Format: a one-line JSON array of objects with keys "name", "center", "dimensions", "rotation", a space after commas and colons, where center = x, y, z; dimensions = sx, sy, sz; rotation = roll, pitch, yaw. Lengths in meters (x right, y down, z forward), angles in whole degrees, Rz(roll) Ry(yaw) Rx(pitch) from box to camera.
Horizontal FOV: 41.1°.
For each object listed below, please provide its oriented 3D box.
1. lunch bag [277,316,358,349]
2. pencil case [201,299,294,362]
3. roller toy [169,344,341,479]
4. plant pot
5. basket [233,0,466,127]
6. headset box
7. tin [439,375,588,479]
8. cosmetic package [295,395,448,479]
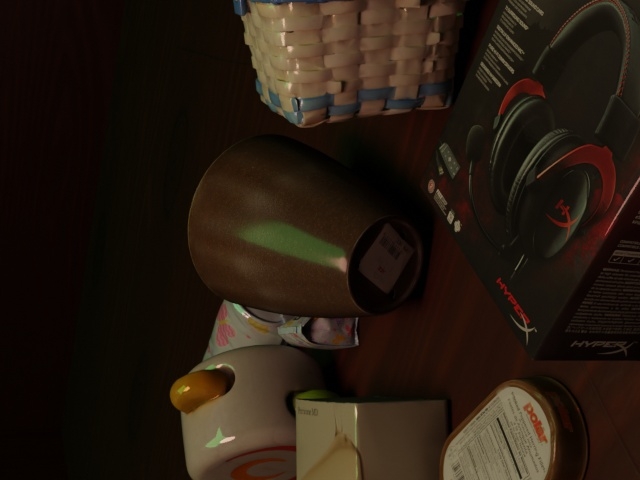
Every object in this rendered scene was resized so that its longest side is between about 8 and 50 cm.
[{"name": "lunch bag", "center": [-0.003, 0.110, 1.066], "dimensions": [0.071, 0.083, 0.053], "rotation": [159, 111, -64]}, {"name": "pencil case", "center": [-0.111, 0.169, 1.262], "dimensions": [0.124, 0.113, 0.273], "rotation": [57, 138, 38]}, {"name": "roller toy", "center": [-0.084, 0.224, 1.092], "dimensions": [0.191, 0.209, 0.146], "rotation": [101, 160, -54]}, {"name": "plant pot", "center": [0.000, 0.000, 0.964], "dimensions": [0.230, 0.215, 0.216], "rotation": [19, 105, 50]}, {"name": "basket", "center": [0.023, -0.269, 0.852], "dimensions": [0.201, 0.254, 0.289], "rotation": [-131, 38, -60]}, {"name": "headset box", "center": [0.204, -0.093, 0.603], "dimensions": [0.218, 0.110, 0.293], "rotation": [-114, 36, -46]}, {"name": "tin", "center": [0.163, 0.195, 0.751], "dimensions": [0.190, 0.040, 0.106], "rotation": [-61, 39, 44]}, {"name": "cosmetic package", "center": [0.053, 0.320, 0.886], "dimensions": [0.160, 0.113, 0.310], "rotation": [159, 111, -64]}]
